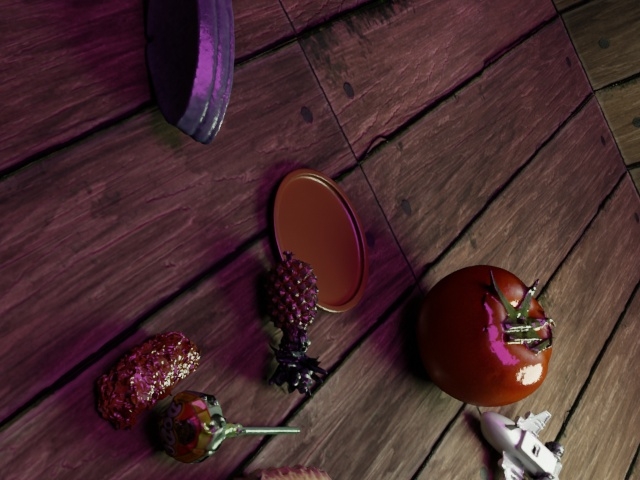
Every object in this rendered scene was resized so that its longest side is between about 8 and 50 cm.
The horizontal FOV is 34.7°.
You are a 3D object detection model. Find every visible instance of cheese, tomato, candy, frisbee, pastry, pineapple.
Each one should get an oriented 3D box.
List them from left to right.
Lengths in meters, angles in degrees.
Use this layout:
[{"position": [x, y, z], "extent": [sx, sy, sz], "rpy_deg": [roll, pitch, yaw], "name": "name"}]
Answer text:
[{"position": [-0.212, 0.170, 1.303], "extent": [0.087, 0.063, 0.169], "rpy_deg": [64, 35, -13], "name": "pastry"}, {"position": [-0.110, 0.253, 1.403], "extent": [0.305, 0.083, 0.091], "rpy_deg": [15, 93, -57], "name": "candy"}, {"position": [-0.051, 0.371, 1.401], "extent": [0.167, 0.094, 0.123], "rpy_deg": [15, 53, -54], "name": "cheese"}, {"position": [-0.041, 0.119, 1.533], "extent": [0.083, 0.103, 0.221], "rpy_deg": [2, 70, -17], "name": "pineapple"}, {"position": [0.000, 0.000, 1.707], "extent": [0.251, 0.021, 0.251], "rpy_deg": [29, 52, -44], "name": "frisbee"}, {"position": [0.294, 0.172, 1.841], "extent": [0.256, 0.224, 0.256], "rpy_deg": [23, 57, -41], "name": "tomato"}]

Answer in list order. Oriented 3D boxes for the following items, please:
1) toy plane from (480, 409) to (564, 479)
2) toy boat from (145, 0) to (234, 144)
[{"position": [0.392, 0.407, 1.966], "extent": [0.255, 0.101, 0.251], "rpy_deg": [49, 52, -27], "name": "toy plane"}, {"position": [-0.187, -0.278, 1.498], "extent": [0.078, 0.127, 0.283], "rpy_deg": [15, 67, -49], "name": "toy boat"}]
